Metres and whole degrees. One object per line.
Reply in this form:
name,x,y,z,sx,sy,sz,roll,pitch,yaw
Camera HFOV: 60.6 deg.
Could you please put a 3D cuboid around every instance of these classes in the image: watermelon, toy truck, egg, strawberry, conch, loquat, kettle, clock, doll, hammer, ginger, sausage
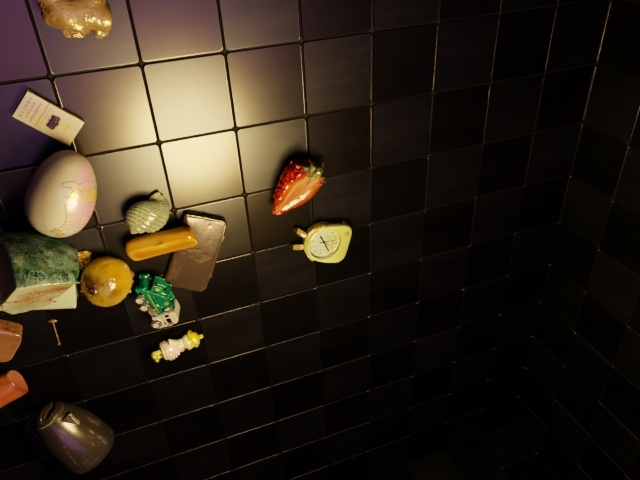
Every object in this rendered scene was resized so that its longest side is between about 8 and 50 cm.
watermelon,-0.864,0.110,1.627,0.228,0.387,0.258,13,103,-42
toy truck,-0.580,0.217,1.978,0.116,0.110,0.216,-12,129,5
egg,-0.765,-0.136,1.630,0.196,0.196,0.271,27,110,-35
strawberry,-0.088,-0.194,1.963,0.174,0.098,0.228,2,133,-44
conch,-0.568,-0.076,1.820,0.153,0.102,0.135,-35,143,0
loquat,-0.717,0.138,1.863,0.204,0.149,0.172,-12,108,-57
kettle,-0.995,0.743,2.111,0.268,0.207,0.290,-18,126,22
clock,0.000,0.000,2.140,0.231,0.069,0.170,3,120,-25
doll,-0.560,0.415,2.150,0.207,0.081,0.129,-22,146,-12
hammer,-0.949,0.329,1.964,0.029,0.014,0.123,-4,125,-12
ginger,-0.666,-0.608,1.446,0.213,0.074,0.138,2,110,-30
sausage,-1.190,0.564,1.947,0.259,0.113,0.114,-29,128,-6

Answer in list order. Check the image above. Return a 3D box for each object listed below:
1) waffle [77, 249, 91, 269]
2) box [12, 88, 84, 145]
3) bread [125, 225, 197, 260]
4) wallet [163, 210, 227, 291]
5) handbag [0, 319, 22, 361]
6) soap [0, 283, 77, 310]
waffle,-0.819,0.062,1.845,0.085,0.016,0.078,11,115,-27
box,-0.787,-0.354,1.586,0.167,0.024,0.090,30,106,-36
bread,-0.541,0.005,1.872,0.239,0.074,0.093,-13,150,-1
wallet,-0.452,0.043,1.982,0.165,0.042,0.310,10,115,-27
handbag,-1.129,0.335,1.850,0.193,0.072,0.151,21,111,-34
soap,-0.942,0.145,1.789,0.265,0.088,0.160,1,121,-21
